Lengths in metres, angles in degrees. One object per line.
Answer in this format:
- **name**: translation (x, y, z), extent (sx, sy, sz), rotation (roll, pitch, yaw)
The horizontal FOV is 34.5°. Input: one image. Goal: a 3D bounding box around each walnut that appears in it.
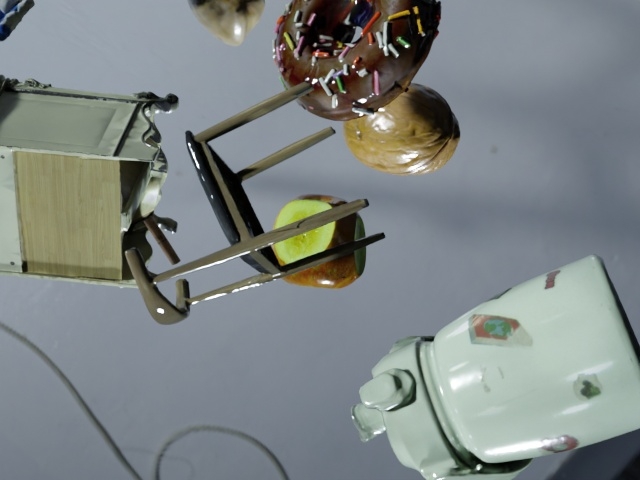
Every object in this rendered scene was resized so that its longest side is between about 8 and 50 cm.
- **walnut**: translation (0.136, -0.190, 1.739), extent (0.167, 0.207, 0.168), rotation (-20, 116, -47)

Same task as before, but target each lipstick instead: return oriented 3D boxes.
- **lipstick**: translation (-0.270, 0.001, 1.759), extent (0.019, 0.019, 0.094), rotation (-34, 104, -10)

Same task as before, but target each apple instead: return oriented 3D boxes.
- **apple**: translation (-0.006, 0.000, 1.591), extent (0.146, 0.163, 0.147), rotation (3, 89, 17)

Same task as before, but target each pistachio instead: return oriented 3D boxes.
- **pistachio**: translation (-0.179, -0.449, 1.911), extent (0.137, 0.238, 0.153), rotation (-4, 123, -22)

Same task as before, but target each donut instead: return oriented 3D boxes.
- **donut**: translation (0.046, -0.300, 1.490), extent (0.270, 0.269, 0.103), rotation (-56, 141, 1)

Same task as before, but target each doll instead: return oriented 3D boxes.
- **doll**: translation (-0.518, -0.354, 1.647), extent (0.227, 0.114, 0.057), rotation (-64, 147, -26)

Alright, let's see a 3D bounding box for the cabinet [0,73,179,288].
- **cabinet**: translation (-0.415, -0.098, 1.757), extent (0.317, 0.227, 0.290), rotation (5, 124, 0)

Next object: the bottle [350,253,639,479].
- **bottle**: translation (0.217, 0.181, 1.253), extent (0.351, 0.229, 0.229), rotation (-25, 115, 15)

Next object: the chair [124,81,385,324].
- **chair**: translation (-0.090, -0.034, 1.164), extent (0.272, 0.188, 0.166), rotation (-26, 75, 3)
